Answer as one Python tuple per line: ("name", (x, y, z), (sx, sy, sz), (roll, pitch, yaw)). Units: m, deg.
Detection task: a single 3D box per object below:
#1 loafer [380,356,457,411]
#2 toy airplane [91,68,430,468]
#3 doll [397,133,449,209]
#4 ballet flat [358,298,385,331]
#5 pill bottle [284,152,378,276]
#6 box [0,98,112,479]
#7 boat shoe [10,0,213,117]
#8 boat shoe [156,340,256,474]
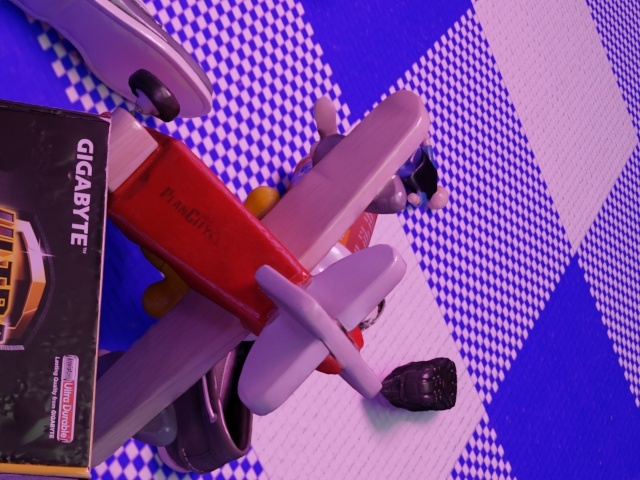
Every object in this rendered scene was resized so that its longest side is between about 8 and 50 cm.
("loafer", (0.139, 0.198, 1.793), (0.223, 0.078, 0.076), (16, 72, -71))
("toy airplane", (-0.076, 0.033, 1.282), (0.272, 0.386, 0.384), (66, 21, -61))
("doll", (0.137, -0.112, 1.917), (0.189, 0.046, 0.129), (47, 45, -35))
("ballet flat", (0.026, 0.105, 1.669), (0.188, 0.070, 0.070), (-37, 109, -53))
("pill bottle", (0.000, 0.000, 1.615), (0.121, 0.121, 0.216), (49, 42, -34))
("box", (-0.313, 0.035, 1.086), (0.257, 0.079, 0.322), (7, 70, -18))
("boat shoe", (-0.222, -0.248, 1.387), (0.319, 0.116, 0.099), (38, 53, -36))
("boat shoe", (-0.100, 0.100, 1.459), (0.112, 0.095, 0.335), (37, 51, -43))
